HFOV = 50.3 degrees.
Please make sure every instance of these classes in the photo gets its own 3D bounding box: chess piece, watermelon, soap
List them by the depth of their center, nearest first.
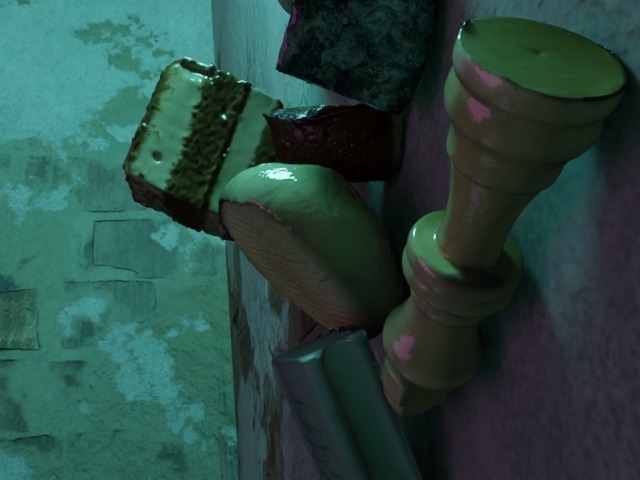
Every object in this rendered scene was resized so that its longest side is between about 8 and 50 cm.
[{"bbox_3d":[0.121,0.022,0.578,0.117,0.117,0.397,-107,20,-46],"label":"chess piece"},{"bbox_3d":[0.039,0.235,0.769,0.150,0.094,0.262,153,96,-75],"label":"soap"},{"bbox_3d":[0.021,-0.289,0.796,0.226,0.148,0.319,139,135,-60],"label":"watermelon"}]

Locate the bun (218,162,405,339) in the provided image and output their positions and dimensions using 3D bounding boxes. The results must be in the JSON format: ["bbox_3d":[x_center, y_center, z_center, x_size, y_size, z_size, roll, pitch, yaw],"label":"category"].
[{"bbox_3d":[0.000,0.000,0.866,0.287,0.146,0.287,41,166,12],"label":"bun"}]

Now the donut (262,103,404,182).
[{"bbox_3d":[0.005,-0.133,0.938,0.295,0.151,0.113,-156,57,-73],"label":"donut"}]

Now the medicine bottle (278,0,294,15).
[{"bbox_3d":[-0.036,-0.454,1.136,0.192,0.106,0.107,-108,23,-48],"label":"medicine bottle"}]

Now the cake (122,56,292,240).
[{"bbox_3d":[-0.196,-0.146,1.273,0.255,0.290,0.282,143,146,-75],"label":"cake"}]
